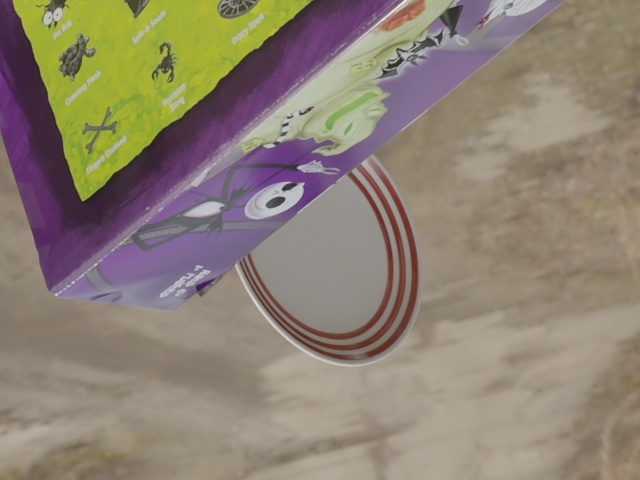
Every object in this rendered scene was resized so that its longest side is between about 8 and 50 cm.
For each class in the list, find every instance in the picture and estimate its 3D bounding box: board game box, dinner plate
[{"bbox_3d":[0.036,-0.160,0.341,0.347,0.208,0.056,-37,154,29],"label":"board game box"},{"bbox_3d":[0.000,0.000,0.843,0.141,0.141,0.017,-4,166,-45],"label":"dinner plate"}]
